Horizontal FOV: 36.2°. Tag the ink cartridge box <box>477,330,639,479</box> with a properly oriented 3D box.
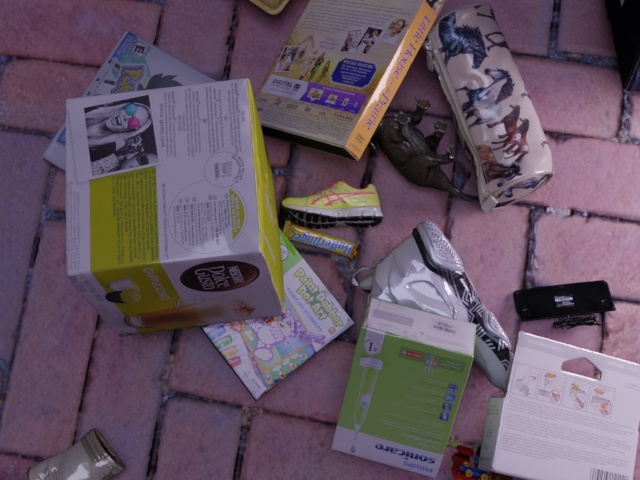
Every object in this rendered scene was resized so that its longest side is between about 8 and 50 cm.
[{"bbox_3d":[0.460,0.331,1.835,0.296,0.066,0.261,16,78,-16],"label":"ink cartridge box"}]

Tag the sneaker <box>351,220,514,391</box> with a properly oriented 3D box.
[{"bbox_3d":[0.222,0.161,1.898,0.210,0.137,0.366,-31,82,3],"label":"sneaker"}]

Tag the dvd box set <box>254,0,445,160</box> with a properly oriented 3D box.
[{"bbox_3d":[0.052,-0.379,1.964,0.307,0.062,0.420,19,77,42],"label":"dvd box set"}]

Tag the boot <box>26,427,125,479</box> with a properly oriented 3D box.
[{"bbox_3d":[-0.446,0.489,1.886,0.165,0.077,0.213,-33,79,-7],"label":"boot"}]

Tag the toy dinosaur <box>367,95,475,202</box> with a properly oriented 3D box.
[{"bbox_3d":[0.188,-0.183,1.972,0.313,0.160,0.121,35,54,-3],"label":"toy dinosaur"}]

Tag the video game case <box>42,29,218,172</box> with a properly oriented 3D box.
[{"bbox_3d":[-0.369,-0.235,2.044,0.300,0.036,0.329,30,81,7],"label":"video game case"}]

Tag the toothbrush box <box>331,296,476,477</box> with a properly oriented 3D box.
[{"bbox_3d":[0.153,0.272,1.809,0.206,0.122,0.283,14,116,5],"label":"toothbrush box"}]

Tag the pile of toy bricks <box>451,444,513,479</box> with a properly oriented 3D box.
[{"bbox_3d":[0.331,0.477,1.854,0.212,0.118,0.105,18,109,-10],"label":"pile of toy bricks"}]

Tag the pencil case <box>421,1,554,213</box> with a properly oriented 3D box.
[{"bbox_3d":[0.328,-0.263,1.957,0.183,0.160,0.410,-16,78,-17],"label":"pencil case"}]

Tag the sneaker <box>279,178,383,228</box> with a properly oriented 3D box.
[{"bbox_3d":[0.022,-0.079,1.983,0.208,0.081,0.094,2,71,-3],"label":"sneaker"}]

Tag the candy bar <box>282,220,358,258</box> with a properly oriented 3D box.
[{"bbox_3d":[0.000,0.000,1.987,0.161,0.018,0.040,17,106,5],"label":"candy bar"}]

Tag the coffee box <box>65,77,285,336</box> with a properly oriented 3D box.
[{"bbox_3d":[-0.255,-0.050,1.789,0.334,0.337,0.338,-7,67,1],"label":"coffee box"}]

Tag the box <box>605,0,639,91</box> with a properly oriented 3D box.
[{"bbox_3d":[0.813,-0.560,1.877,0.472,0.297,0.480,-1,63,0],"label":"box"}]

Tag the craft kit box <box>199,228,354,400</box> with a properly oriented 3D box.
[{"bbox_3d":[-0.104,0.145,1.935,0.246,0.061,0.250,-38,83,-12],"label":"craft kit box"}]

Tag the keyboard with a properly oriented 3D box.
[{"bbox_3d":[0.485,0.137,1.945,0.192,0.038,0.100,-7,55,2],"label":"keyboard"}]

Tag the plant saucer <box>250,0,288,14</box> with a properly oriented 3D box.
[{"bbox_3d":[-0.129,-0.679,2.101,0.333,0.081,0.333,35,82,8],"label":"plant saucer"}]
